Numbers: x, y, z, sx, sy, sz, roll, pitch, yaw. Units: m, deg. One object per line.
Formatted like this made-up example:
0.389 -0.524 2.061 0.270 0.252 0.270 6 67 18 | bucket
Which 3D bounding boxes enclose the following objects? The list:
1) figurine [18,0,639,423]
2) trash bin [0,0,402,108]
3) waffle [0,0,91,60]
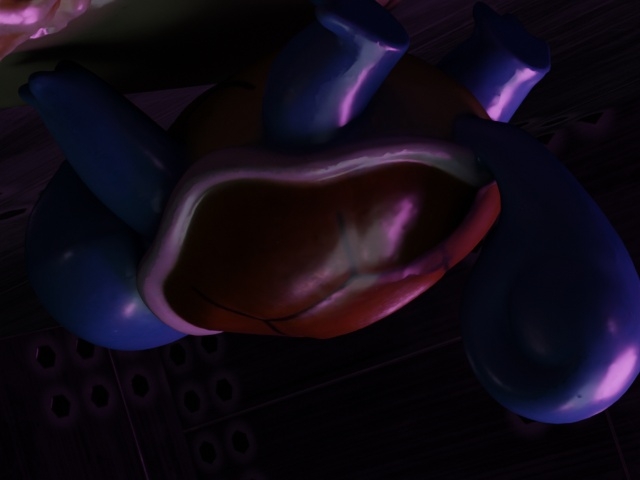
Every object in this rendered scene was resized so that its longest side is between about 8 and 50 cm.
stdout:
0.006 -0.038 1.010 0.416 0.243 0.298 6 -168 34 | figurine
-0.096 -0.161 1.026 0.247 0.121 0.243 -11 172 -24 | trash bin
-0.073 -0.185 0.707 0.309 0.056 0.292 -37 171 -15 | waffle
